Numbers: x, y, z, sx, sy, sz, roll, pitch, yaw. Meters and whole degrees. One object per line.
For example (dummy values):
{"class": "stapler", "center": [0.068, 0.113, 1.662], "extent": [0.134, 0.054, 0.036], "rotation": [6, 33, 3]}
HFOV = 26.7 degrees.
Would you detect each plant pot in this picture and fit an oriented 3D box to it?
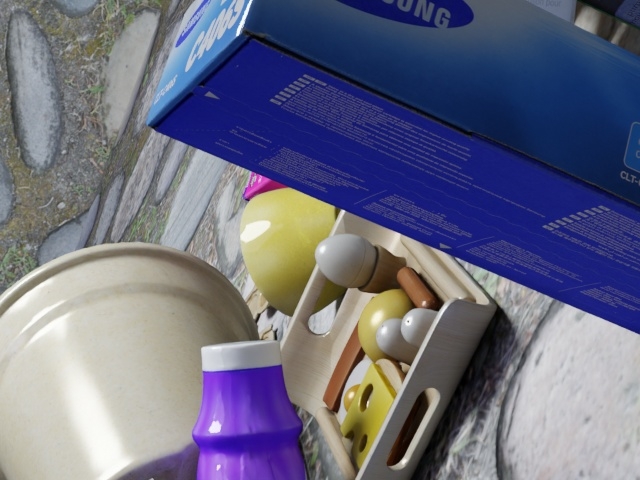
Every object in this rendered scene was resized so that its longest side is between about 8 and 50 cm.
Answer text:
{"class": "plant pot", "center": [0.000, 0.000, 1.343], "extent": [0.095, 0.134, 0.134], "rotation": [-23, 44, 34]}
{"class": "plant pot", "center": [-0.174, 0.218, 1.339], "extent": [0.334, 0.333, 0.305], "rotation": [-64, 30, 17]}

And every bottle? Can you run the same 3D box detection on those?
{"class": "bottle", "center": [-0.054, 0.225, 1.109], "extent": [0.118, 0.092, 0.283], "rotation": [159, 106, -80]}

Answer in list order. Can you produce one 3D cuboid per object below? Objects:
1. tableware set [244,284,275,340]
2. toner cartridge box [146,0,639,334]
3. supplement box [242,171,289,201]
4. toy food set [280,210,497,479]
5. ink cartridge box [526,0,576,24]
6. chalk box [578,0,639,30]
{"class": "tableware set", "center": [-0.082, 0.109, 1.611], "extent": [0.141, 0.020, 0.169], "rotation": [-45, 30, 54]}
{"class": "toner cartridge box", "center": [0.102, -0.040, 0.673], "extent": [0.165, 0.347, 0.075], "rotation": [-25, 46, 65]}
{"class": "supplement box", "center": [0.018, -0.098, 1.397], "extent": [0.220, 0.114, 0.111], "rotation": [-28, 43, 62]}
{"class": "toy food set", "center": [0.031, 0.097, 1.160], "extent": [0.220, 0.092, 0.306], "rotation": [-65, 17, 12]}
{"class": "ink cartridge box", "center": [0.113, -0.189, 0.896], "extent": [0.303, 0.072, 0.307], "rotation": [-100, 14, -78]}
{"class": "chalk box", "center": [0.234, -0.205, 0.835], "extent": [0.132, 0.132, 0.213], "rotation": [-53, 24, 39]}
